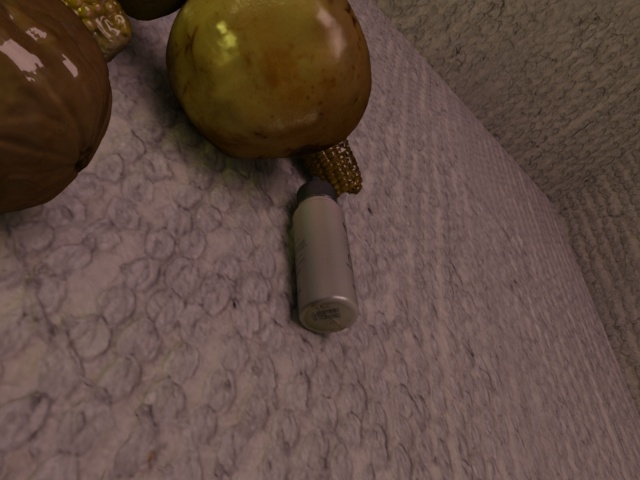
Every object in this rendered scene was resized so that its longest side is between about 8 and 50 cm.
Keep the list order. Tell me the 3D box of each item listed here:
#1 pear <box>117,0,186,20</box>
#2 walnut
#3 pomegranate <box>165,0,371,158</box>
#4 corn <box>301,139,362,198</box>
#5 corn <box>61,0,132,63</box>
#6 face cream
[{"bbox_3d":[-0.257,-0.447,0.813,0.211,0.189,0.228,-156,-116,-78],"label":"pear"},{"bbox_3d":[-0.310,-0.136,0.507,0.228,0.228,0.228,36,33,-28],"label":"walnut"},{"bbox_3d":[-0.075,-0.285,0.905,0.333,0.333,0.332,36,33,-28],"label":"pomegranate"},{"bbox_3d":[-0.014,-0.226,1.112,0.317,0.115,0.115,64,29,-1],"label":"corn"},{"bbox_3d":[-0.392,-0.385,0.742,0.347,0.130,0.130,48,29,-9],"label":"corn"},{"bbox_3d":[0.000,0.000,0.918,0.092,0.092,0.311,31,35,-34],"label":"face cream"}]
